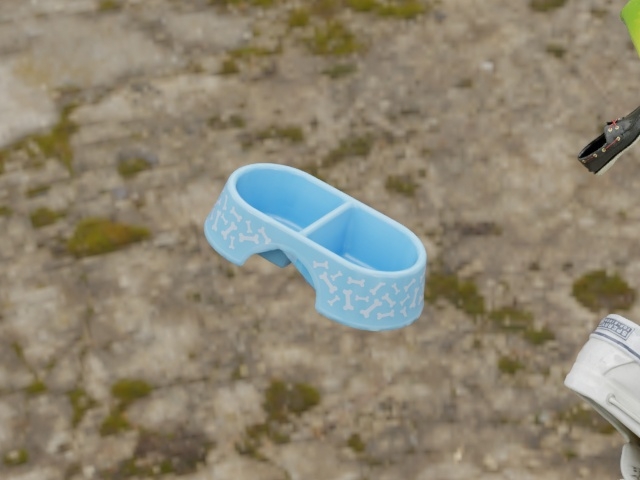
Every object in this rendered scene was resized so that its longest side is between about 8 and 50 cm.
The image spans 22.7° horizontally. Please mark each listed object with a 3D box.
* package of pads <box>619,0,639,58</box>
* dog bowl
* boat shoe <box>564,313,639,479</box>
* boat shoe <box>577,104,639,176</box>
[{"bbox_3d":[0.427,-0.252,1.517,0.101,0.296,0.229,28,30,-19],"label":"package of pads"},{"bbox_3d":[0.000,0.000,1.938,0.297,0.074,0.166,30,34,20],"label":"dog bowl"},{"bbox_3d":[0.402,0.260,1.884,0.156,0.367,0.136,-48,31,-12],"label":"boat shoe"},{"bbox_3d":[0.398,-0.140,2.141,0.042,0.133,0.049,36,36,-10],"label":"boat shoe"}]
